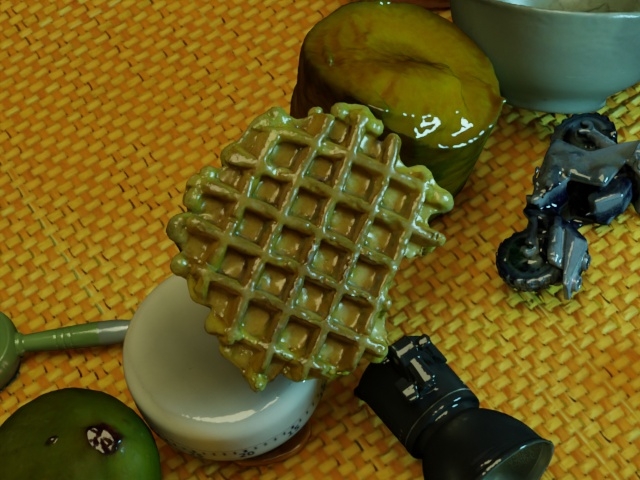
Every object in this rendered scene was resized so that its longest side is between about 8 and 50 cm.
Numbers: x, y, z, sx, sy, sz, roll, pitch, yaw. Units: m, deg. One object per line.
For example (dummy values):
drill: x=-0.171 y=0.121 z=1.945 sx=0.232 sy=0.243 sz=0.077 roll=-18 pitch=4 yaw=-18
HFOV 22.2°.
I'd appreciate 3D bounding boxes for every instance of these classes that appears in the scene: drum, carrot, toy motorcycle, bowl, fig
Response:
drum: x=-0.355 y=0.109 z=1.966 sx=0.253 sy=0.049 sz=0.130 roll=-21 pitch=57 yaw=-4
carrot: x=0.081 y=-0.154 z=1.922 sx=0.242 sy=0.340 sz=0.241 roll=4 pitch=62 yaw=-8
toy motorcycle: x=0.316 y=-0.042 z=1.925 sx=0.159 sy=0.106 sz=0.270 roll=12 pitch=57 yaw=23
bowl: x=0.291 y=-0.239 z=2.000 sx=0.289 sy=0.146 sz=0.289 roll=4 pitch=18 yaw=-1
fig: x=-0.270 y=0.247 z=1.769 sx=0.203 sy=0.225 sz=0.203 roll=9 pitch=58 yaw=-14

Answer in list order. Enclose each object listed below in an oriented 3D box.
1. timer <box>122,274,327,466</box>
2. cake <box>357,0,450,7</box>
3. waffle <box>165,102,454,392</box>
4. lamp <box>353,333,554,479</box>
timer: x=-0.105 y=0.120 z=1.807 sx=0.234 sy=0.240 sz=0.233 roll=-4 pitch=58 yaw=6
cake: x=0.153 y=-0.492 z=2.128 sx=0.307 sy=0.293 sz=0.314 roll=-8 pitch=61 yaw=-2
waffle: x=-0.007 y=0.007 z=1.697 sx=0.301 sy=0.058 sz=0.281 roll=-44 pitch=100 yaw=-10
lamp: x=0.125 y=0.188 z=1.772 sx=0.147 sy=0.172 sz=0.227 roll=-36 pitch=61 yaw=-12
